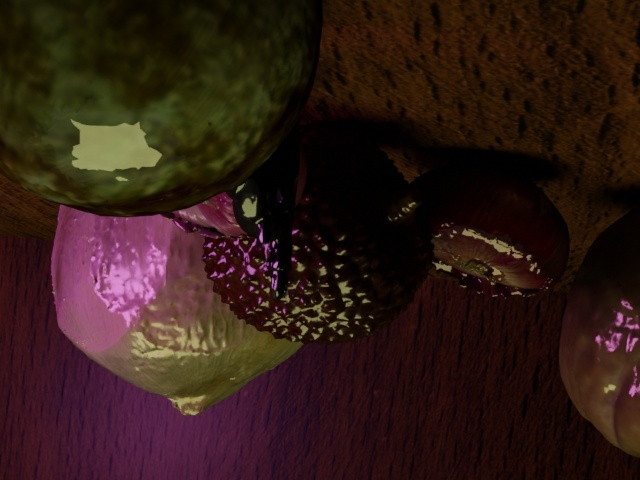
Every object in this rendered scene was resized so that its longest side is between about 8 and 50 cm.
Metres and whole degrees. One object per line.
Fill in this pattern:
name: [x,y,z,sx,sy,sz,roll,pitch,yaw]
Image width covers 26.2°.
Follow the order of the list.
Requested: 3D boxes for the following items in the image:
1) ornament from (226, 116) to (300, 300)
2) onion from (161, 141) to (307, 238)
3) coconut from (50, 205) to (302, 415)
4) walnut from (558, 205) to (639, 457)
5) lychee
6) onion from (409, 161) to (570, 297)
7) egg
ornament: [-0.055,-0.086,1.112,0.106,0.260,0.251,1,171,2]
onion: [-0.108,-0.111,1.419,0.230,0.163,0.230,28,146,21]
coconut: [-0.184,0.057,1.926,0.404,0.404,0.404,6,173,1]
walnut: [0.507,0.127,1.867,0.381,0.381,0.381,6,173,1]
lychee: [0.000,0.000,1.639,0.304,0.275,0.276,-20,158,38]
onion: [0.211,-0.019,1.779,0.248,0.161,0.248,5,162,2]
egg: [-0.119,-0.134,0.851,0.238,0.238,0.289,7,-177,-6]
